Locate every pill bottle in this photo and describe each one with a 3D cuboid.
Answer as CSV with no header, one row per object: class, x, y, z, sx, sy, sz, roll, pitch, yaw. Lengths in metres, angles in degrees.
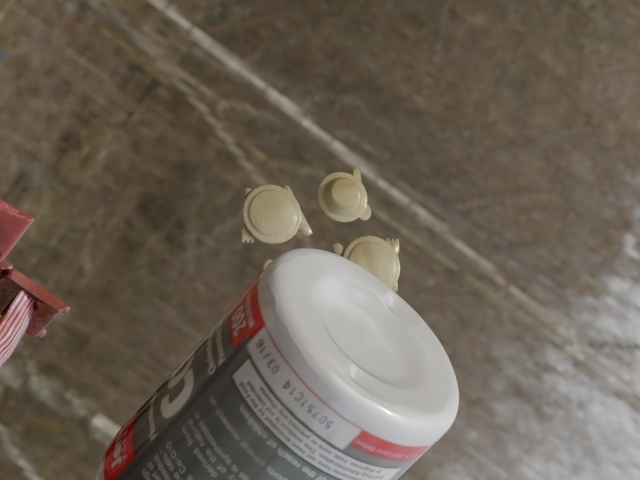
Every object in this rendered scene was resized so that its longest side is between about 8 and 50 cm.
pill bottle,-0.052,0.154,1.174,0.283,0.161,0.161,-48,-174,25

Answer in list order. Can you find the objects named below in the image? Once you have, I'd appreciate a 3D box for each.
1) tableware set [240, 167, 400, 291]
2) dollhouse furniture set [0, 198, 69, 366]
tableware set,0.000,0.000,1.780,0.168,0.141,0.020,-12,169,-19
dollhouse furniture set,-0.344,0.080,1.685,0.201,0.152,0.374,-57,-171,-26
